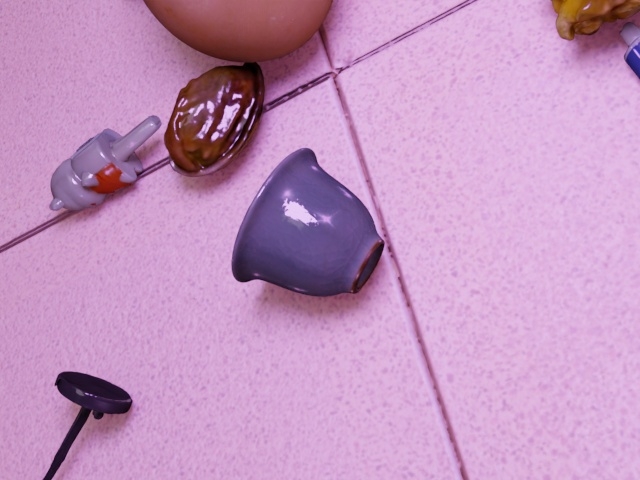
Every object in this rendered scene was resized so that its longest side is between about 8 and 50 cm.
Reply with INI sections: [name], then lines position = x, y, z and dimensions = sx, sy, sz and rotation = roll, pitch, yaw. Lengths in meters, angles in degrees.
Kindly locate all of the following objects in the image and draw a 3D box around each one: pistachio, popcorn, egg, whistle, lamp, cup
[pistachio]
position = -0.161, -0.192, 1.105
dimensions = 0.165, 0.130, 0.210
rotation = 28, 78, 35
[popcorn]
position = 0.355, -0.333, 0.865
dimensions = 0.198, 0.197, 0.155
rotation = -27, 78, 17
[egg]
position = -0.130, -0.424, 1.068
dimensions = 0.301, 0.301, 0.373
rotation = -33, 62, 13
[whistle]
position = -0.358, -0.124, 1.194
dimensions = 0.253, 0.106, 0.101
rotation = -35, 51, 19
[lamp]
position = -0.421, 0.343, 1.089
dimensions = 0.371, 0.130, 0.108
rotation = -55, 35, 15
[cup]
position = 0.000, 0.000, 0.939
dimensions = 0.150, 0.199, 0.199
rotation = 29, 87, 15

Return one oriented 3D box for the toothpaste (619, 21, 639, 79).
[toothpaste]
position = 0.430, -0.156, 0.839
dimensions = 0.069, 0.047, 0.268
rotation = -28, 65, 2
